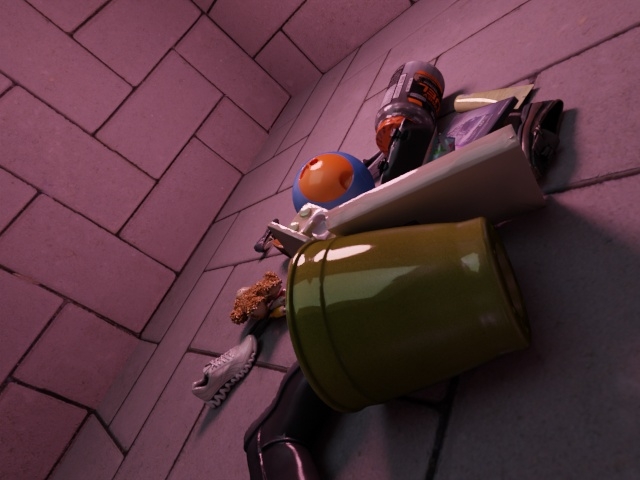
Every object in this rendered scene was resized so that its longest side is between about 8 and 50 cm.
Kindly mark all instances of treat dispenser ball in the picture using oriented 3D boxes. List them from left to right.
[{"bbox_3d":[0.046,-0.162,1.387,0.288,0.288,0.288,-39,28,25],"label":"treat dispenser ball"}]

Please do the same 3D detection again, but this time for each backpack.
[{"bbox_3d":[0.275,-0.203,1.138,0.253,0.191,0.224,22,-92,-78],"label":"backpack"}]

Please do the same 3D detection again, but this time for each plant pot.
[{"bbox_3d":[0.185,0.121,0.773,0.353,0.366,0.366,-20,38,29],"label":"plant pot"}]

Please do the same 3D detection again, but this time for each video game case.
[{"bbox_3d":[0.438,-0.322,1.205,0.196,0.026,0.274,-53,16,-4],"label":"video game case"}]

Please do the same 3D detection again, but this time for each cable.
[{"bbox_3d":[-0.192,0.263,1.468,0.287,0.072,0.139,-36,31,29],"label":"cable"}]

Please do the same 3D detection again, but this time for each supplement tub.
[{"bbox_3d":[0.317,-0.463,1.433,0.207,0.207,0.337,-20,41,48],"label":"supplement tub"}]

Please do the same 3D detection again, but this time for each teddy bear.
[{"bbox_3d":[-0.247,0.212,1.490,0.245,0.113,0.338,-55,10,-6],"label":"teddy bear"}]

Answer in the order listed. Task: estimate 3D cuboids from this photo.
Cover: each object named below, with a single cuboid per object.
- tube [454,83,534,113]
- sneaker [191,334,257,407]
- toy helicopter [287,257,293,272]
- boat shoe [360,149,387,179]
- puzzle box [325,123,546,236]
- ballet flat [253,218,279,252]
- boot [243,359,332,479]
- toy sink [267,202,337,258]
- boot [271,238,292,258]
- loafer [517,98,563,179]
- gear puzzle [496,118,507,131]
[{"bbox_3d":[0.522,-0.428,1.230,0.240,0.062,0.069,21,115,59],"label":"tube"},{"bbox_3d":[-0.334,0.448,1.411,0.292,0.118,0.110,-52,23,-4],"label":"sneaker"},{"bbox_3d":[0.052,0.023,1.257,0.355,0.140,0.235,-35,68,-7],"label":"toy helicopter"},{"bbox_3d":[0.182,-0.282,1.557,0.258,0.084,0.095,-35,30,31],"label":"boat shoe"},{"bbox_3d":[0.249,-0.070,0.878,0.409,0.272,0.052,-23,59,28],"label":"puzzle box"},{"bbox_3d":[-0.243,-0.020,1.946,0.074,0.074,0.203,-8,43,56],"label":"ballet flat"},{"bbox_3d":[-0.019,0.480,0.799,0.366,0.146,0.445,-57,20,12],"label":"boot"},{"bbox_3d":[0.000,0.000,1.025,0.153,0.234,0.131,22,68,39],"label":"toy sink"},{"bbox_3d":[-0.070,-0.037,1.619,0.284,0.109,0.220,2,58,57],"label":"boot"},{"bbox_3d":[0.524,-0.250,0.947,0.084,0.096,0.267,-15,41,43],"label":"loafer"},{"bbox_3d":[0.444,-0.216,1.092,0.175,0.044,0.338,-28,29,55],"label":"gear puzzle"}]
